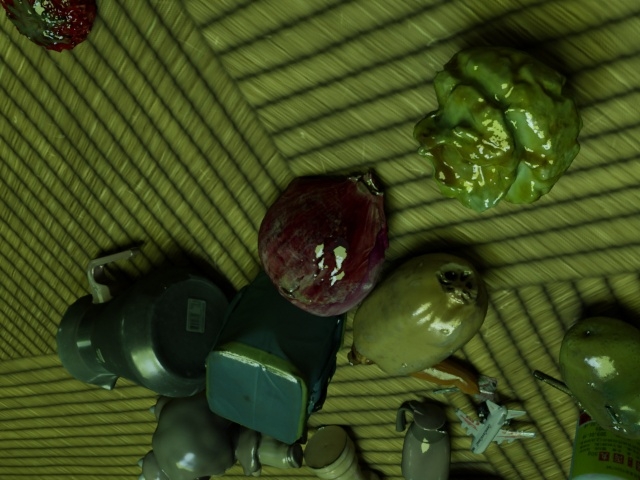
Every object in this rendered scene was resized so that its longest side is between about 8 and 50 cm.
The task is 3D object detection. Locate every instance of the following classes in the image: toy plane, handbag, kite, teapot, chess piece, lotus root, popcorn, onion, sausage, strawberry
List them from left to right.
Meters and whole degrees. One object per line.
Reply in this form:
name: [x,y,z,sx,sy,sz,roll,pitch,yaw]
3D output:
strawberry: [-0.407,-0.348,1.144,0.145,0.086,0.145,16,137,15]
teapot: [-0.366,0.168,1.547,0.344,0.253,0.300,-11,93,40]
handbag: [-0.078,0.203,1.417,0.222,0.241,0.263,16,135,12]
onion: [0.000,0.000,1.243,0.227,0.120,0.283,41,128,9]
chess piece: [0.106,0.603,1.820,0.117,0.117,0.397,-11,127,34]
lotus root: [0.152,0.138,1.307,0.169,0.151,0.342,39,142,-4]
sausage: [0.220,0.244,1.447,0.183,0.054,0.062,19,159,7]
kite: [0.288,0.292,1.498,0.137,0.005,0.152,44,136,-18]
toy plane: [0.332,0.368,1.503,0.162,0.065,0.171,18,142,-1]
popcorn: [0.226,-0.141,0.970,0.204,0.183,0.221,19,153,28]

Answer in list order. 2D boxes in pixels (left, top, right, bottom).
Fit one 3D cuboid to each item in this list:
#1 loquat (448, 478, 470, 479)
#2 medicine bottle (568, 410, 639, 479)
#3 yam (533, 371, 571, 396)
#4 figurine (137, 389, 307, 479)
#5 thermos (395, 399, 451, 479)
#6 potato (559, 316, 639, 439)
loquat: [0.305,0.663,1.671,0.275,0.275,0.275,14,137,14]
medicine bottle: [0.511,0.413,1.344,0.139,0.225,0.139,15,138,13]
yam: [0.434,0.265,1.391,0.107,0.014,0.014,27,138,-1]
figurine: [-0.225,0.463,1.770,0.380,0.248,0.203,3,148,5]
thermos: [0.210,0.413,1.597,0.137,0.105,0.193,37,145,38]
potato: [0.481,0.224,1.230,0.169,0.143,0.248,-27,116,30]
